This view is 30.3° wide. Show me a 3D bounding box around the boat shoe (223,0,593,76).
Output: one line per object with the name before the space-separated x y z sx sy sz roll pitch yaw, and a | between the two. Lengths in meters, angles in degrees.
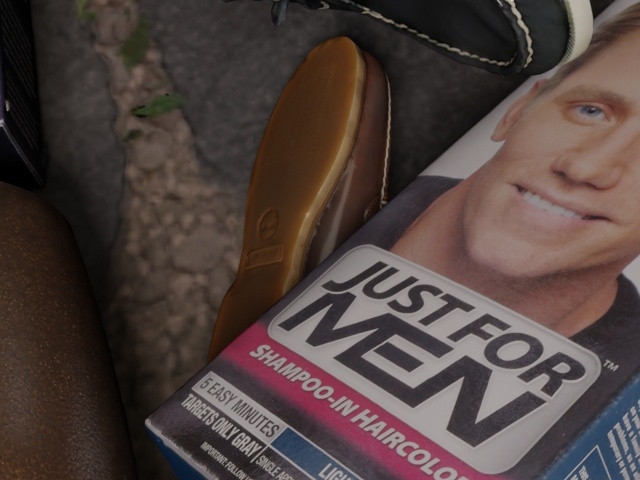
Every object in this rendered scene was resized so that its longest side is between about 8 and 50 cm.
boat shoe | -0.022 -0.170 0.599 0.113 0.127 0.340 -40 69 -18

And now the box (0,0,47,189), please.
box | -0.234 -0.127 0.611 0.153 0.108 0.207 -9 76 -4

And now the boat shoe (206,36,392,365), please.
boat shoe | 0.000 0.000 0.615 0.073 0.073 0.207 24 76 -35

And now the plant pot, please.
plant pot | -0.170 0.095 0.523 0.215 0.215 0.231 1 61 -3

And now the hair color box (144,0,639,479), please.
hair color box | 0.112 0.029 0.525 0.347 0.105 0.174 -41 39 -19
